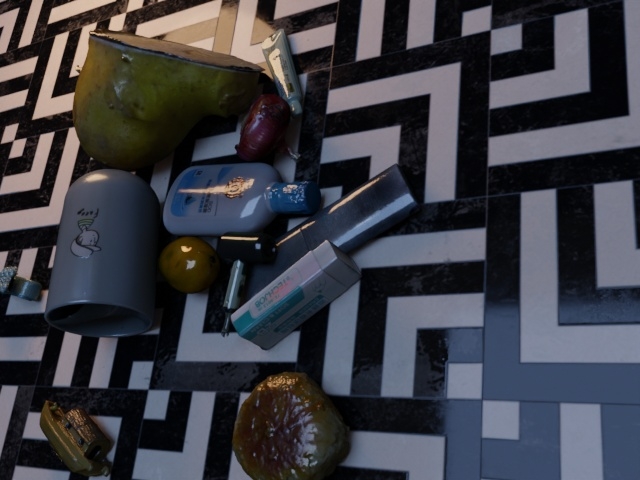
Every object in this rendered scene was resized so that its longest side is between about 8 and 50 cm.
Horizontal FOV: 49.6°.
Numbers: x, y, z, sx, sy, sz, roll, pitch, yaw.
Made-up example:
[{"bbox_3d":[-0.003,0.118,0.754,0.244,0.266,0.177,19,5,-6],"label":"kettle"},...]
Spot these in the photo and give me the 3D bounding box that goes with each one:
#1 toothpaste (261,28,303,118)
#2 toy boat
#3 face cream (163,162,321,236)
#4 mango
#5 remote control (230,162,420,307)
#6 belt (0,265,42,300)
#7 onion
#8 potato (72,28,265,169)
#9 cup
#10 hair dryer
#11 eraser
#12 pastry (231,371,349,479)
[{"bbox_3d":[-0.076,-0.351,1.461,0.067,0.037,0.255,-32,54,21],"label":"toothpaste"},{"bbox_3d":[-0.483,0.385,1.371,0.226,0.068,0.088,32,83,39],"label":"toy boat"},{"bbox_3d":[-0.155,-0.080,1.359,0.336,0.080,0.163,1,61,32],"label":"face cream"},{"bbox_3d":[-0.263,0.043,1.371,0.111,0.089,0.163,-53,43,-3],"label":"mango"},{"bbox_3d":[0.000,0.000,1.257,0.377,0.044,0.107,-32,51,16],"label":"remote control"},{"bbox_3d":[-0.738,0.100,1.626,0.179,0.100,0.065,5,68,35],"label":"belt"},{"bbox_3d":[-0.091,-0.206,1.374,0.140,0.150,0.150,30,85,-5],"label":"onion"},{"bbox_3d":[-0.342,-0.283,1.512,0.397,0.290,0.296,14,109,-3],"label":"potato"},{"bbox_3d":[-0.434,0.024,1.409,0.205,0.205,0.312,-16,62,25],"label":"cup"},{"bbox_3d":[-0.147,0.080,1.258,0.100,0.057,0.198,4,77,35],"label":"hair dryer"},{"bbox_3d":[-0.042,0.099,1.208,0.225,0.095,0.052,-38,51,12],"label":"eraser"},{"bbox_3d":[-0.056,0.314,1.125,0.182,0.093,0.192,-50,54,6],"label":"pastry"}]
